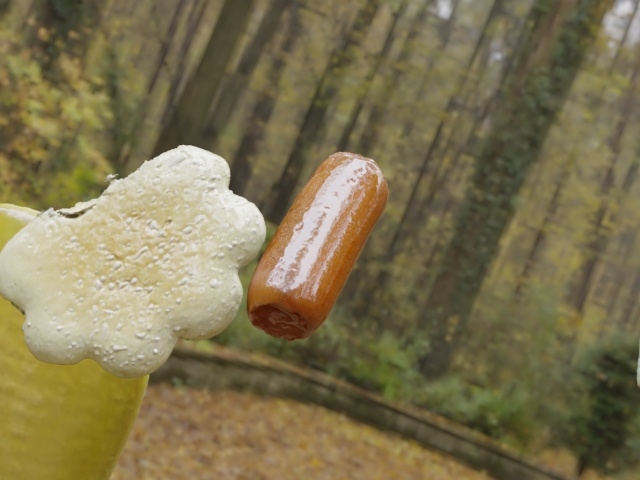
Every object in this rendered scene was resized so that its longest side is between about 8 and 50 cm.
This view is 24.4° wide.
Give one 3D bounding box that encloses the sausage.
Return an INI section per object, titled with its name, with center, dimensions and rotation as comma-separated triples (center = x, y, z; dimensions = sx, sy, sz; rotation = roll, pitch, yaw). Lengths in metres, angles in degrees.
[sausage]
center = 0.000, 0.000, 1.306
dimensions = 0.076, 0.198, 0.076
rotation = 21, -31, 14

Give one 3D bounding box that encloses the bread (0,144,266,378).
[bread]
center = -0.169, 0.026, 1.379
dimensions = 0.182, 0.250, 0.039
rotation = 60, -6, 16

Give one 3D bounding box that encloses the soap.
[soap]
center = -0.356, 0.162, 1.725
dimensions = 0.306, 0.427, 0.115
rotation = 27, 24, 13

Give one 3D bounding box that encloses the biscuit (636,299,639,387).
[biscuit]
center = 0.403, 0.094, 1.424
dimensions = 0.252, 0.150, 0.052
rotation = 16, -17, -33
